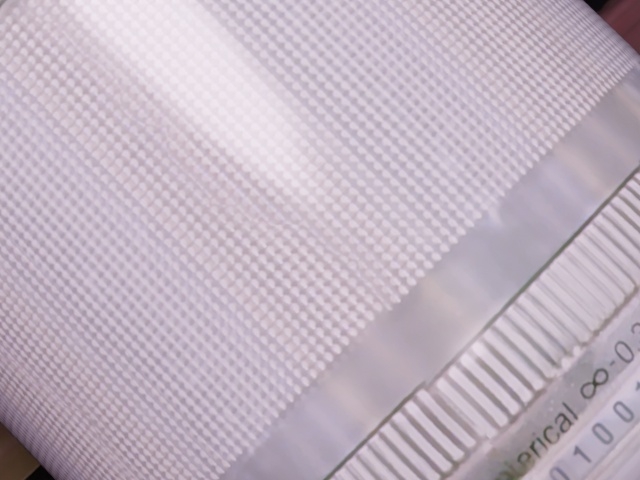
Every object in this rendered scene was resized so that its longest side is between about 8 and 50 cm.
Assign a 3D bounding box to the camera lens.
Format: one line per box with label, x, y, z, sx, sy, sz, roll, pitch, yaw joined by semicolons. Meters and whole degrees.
camera lens;0.000;0.000;0.471;0.274;0.219;0.219;45;56;5
